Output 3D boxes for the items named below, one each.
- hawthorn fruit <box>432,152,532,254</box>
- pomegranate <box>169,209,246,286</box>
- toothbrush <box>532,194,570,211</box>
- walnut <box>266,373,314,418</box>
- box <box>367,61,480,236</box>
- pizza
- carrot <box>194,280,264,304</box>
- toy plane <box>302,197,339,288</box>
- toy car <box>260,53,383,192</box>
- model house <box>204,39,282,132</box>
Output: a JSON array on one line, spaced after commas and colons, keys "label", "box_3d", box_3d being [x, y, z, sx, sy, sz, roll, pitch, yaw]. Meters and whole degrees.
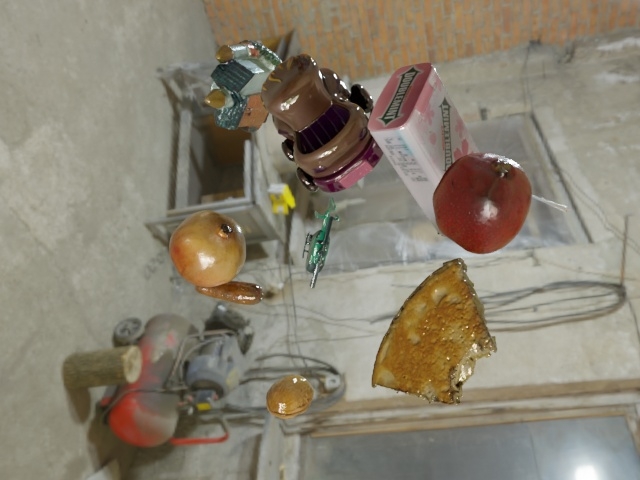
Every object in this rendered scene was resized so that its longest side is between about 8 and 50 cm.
[{"label": "hawthorn fruit", "box_3d": [0.283, -0.071, 1.040, 0.188, 0.169, 0.168, 124, -33, -56]}, {"label": "pomegranate", "box_3d": [-0.268, 0.019, 1.479, 0.191, 0.192, 0.191, -8, 90, -81]}, {"label": "toothbrush", "box_3d": [0.466, -0.091, 1.338, 0.017, 0.162, 0.014, -64, 162, -4]}, {"label": "walnut", "box_3d": [-0.104, 0.520, 2.031, 0.180, 0.144, 0.144, -17, 101, -46]}, {"label": "box", "box_3d": [0.250, -0.180, 1.317, 0.369, 0.112, 0.190, 50, 58, -39]}, {"label": "pizza", "box_3d": [0.240, 0.203, 1.207, 0.090, 0.323, 0.223, 18, 17, -49]}, {"label": "carrot", "box_3d": [-0.242, 0.133, 1.598, 0.060, 0.186, 0.060, 7, 90, -82]}, {"label": "toy plane", "box_3d": [0.000, 0.000, 1.544, 0.096, 0.060, 0.234, -109, -149, -69]}, {"label": "toy car", "box_3d": [-0.004, -0.301, 1.515, 0.240, 0.271, 0.340, 39, 17, -48]}, {"label": "model house", "box_3d": [-0.264, -0.451, 1.800, 0.253, 0.185, 0.291, -60, 168, 30]}]
